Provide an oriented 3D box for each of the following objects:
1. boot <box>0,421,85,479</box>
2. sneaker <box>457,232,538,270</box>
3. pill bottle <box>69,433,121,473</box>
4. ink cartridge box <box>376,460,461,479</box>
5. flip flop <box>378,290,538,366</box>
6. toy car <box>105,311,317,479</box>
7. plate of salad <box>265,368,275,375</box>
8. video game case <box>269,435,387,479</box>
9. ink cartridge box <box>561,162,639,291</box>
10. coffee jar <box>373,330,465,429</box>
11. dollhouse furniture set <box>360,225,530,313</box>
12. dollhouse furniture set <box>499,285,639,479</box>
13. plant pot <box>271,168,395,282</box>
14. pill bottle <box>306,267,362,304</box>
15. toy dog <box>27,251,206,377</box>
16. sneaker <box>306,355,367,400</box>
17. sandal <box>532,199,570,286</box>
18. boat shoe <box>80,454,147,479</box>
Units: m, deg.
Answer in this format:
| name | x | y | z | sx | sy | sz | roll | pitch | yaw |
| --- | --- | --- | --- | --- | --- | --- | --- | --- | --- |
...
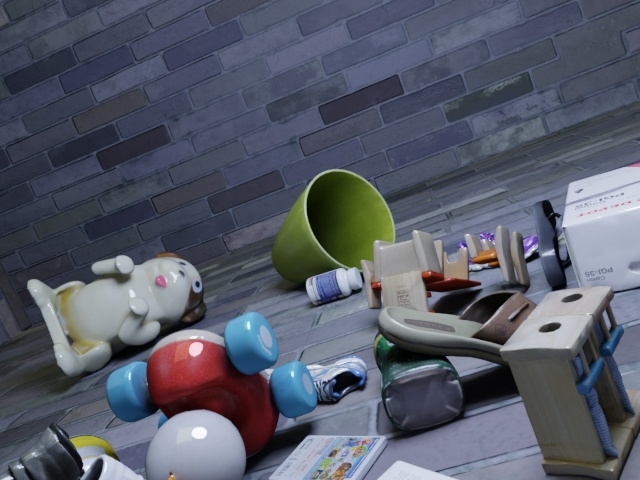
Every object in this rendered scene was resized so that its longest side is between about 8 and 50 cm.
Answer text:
| name | x | y | z | sx | sy | sz | roll | pitch | yaw |
| --- | --- | --- | --- | --- | --- | --- | --- | --- | --- |
| boot | -0.310 | 0.307 | 0.597 | 0.083 | 0.246 | 0.161 | 35 | 40 | 23 |
| sneaker | 0.345 | 0.014 | 1.141 | 0.170 | 0.071 | 0.068 | -14 | 12 | 36 |
| pill bottle | -0.301 | 0.323 | 0.750 | 0.103 | 0.103 | 0.184 | -26 | 11 | -26 |
| ink cartridge box | 0.086 | 0.242 | 0.362 | 0.160 | 0.092 | 0.219 | -28 | 12 | -33 |
| flip flop | 0.210 | 0.099 | 0.714 | 0.277 | 0.080 | 0.112 | 8 | 8 | 0 |
| toy car | -0.133 | 0.249 | 0.701 | 0.219 | 0.210 | 0.238 | -23 | 37 | 14 |
| plate of salad | -0.153 | 0.257 | 0.961 | 0.200 | 0.048 | 0.200 | -21 | 10 | 4 |
| video game case | 0.009 | 0.260 | 0.686 | 0.122 | 0.011 | 0.087 | -15 | 11 | 38 |
| ink cartridge box | 0.506 | -0.037 | 0.916 | 0.207 | 0.117 | 0.283 | -16 | 11 | 29 |
| coffee jar | 0.121 | 0.166 | 0.757 | 0.096 | 0.079 | 0.184 | -16 | 11 | 5 |
| dollhouse furniture set | 0.188 | 0.071 | 0.969 | 0.262 | 0.135 | 0.259 | -15 | -15 | 33 |
| dollhouse furniture set | 0.285 | 0.118 | 0.505 | 0.184 | 0.129 | 0.129 | -14 | 12 | 45 |
| plant pot | 0.000 | 0.000 | 1.538 | 0.275 | 0.275 | 0.293 | -30 | -3 | -40 |
| pill bottle | 0.033 | 0.103 | 1.351 | 0.120 | 0.067 | 0.067 | -19 | 10 | 19 |
| toy dog | -0.525 | 0.196 | 1.639 | 0.408 | 0.284 | 0.395 | -25 | -27 | -12 |
| sneaker | 0.006 | 0.211 | 0.857 | 0.135 | 0.052 | 0.058 | -22 | 13 | 1 |
| sandal | 0.413 | 0.003 | 1.012 | 0.054 | 0.097 | 0.254 | -19 | 20 | 24 |
| boat shoe | -0.264 | 0.322 | 0.535 | 0.095 | 0.084 | 0.258 | -16 | 31 | 45 |
